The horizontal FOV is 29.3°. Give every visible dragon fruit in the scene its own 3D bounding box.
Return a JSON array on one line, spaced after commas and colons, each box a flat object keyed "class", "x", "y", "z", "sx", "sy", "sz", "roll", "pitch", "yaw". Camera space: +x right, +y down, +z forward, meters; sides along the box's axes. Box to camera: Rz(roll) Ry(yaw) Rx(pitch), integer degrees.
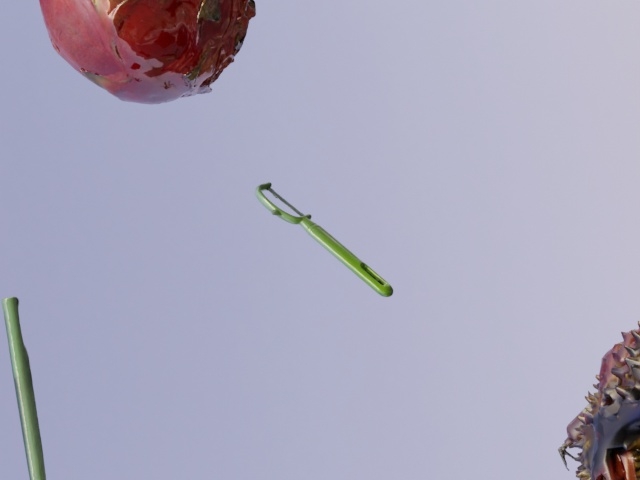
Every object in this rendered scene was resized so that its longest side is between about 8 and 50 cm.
[{"class": "dragon fruit", "x": -0.201, "y": -0.276, "z": 1.402, "sx": 0.252, "sy": 0.241, "sz": 0.241, "roll": 53, "pitch": -145, "yaw": -32}]

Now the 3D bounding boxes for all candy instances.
[{"class": "candy", "x": -0.318, "y": 0.281, "z": 1.380, "sx": 0.119, "sy": 0.119, "sz": 0.440, "roll": -5, "pitch": -96, "yaw": -58}]

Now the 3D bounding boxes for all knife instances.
[{"class": "knife", "x": 0.000, "y": -0.001, "z": 1.418, "sx": 0.212, "sy": 0.015, "sz": 0.054, "roll": 40, "pitch": -155, "yaw": 19}]

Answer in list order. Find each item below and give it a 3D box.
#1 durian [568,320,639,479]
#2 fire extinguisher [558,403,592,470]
[{"class": "durian", "x": 0.408, "y": 0.211, "z": 1.168, "sx": 0.347, "sy": 0.384, "sz": 0.348, "roll": 10, "pitch": -116, "yaw": -21}, {"class": "fire extinguisher", "x": 0.325, "y": 0.185, "z": 1.399, "sx": 0.035, "sy": 0.173, "sz": 0.049, "roll": 32, "pitch": -161, "yaw": -27}]
